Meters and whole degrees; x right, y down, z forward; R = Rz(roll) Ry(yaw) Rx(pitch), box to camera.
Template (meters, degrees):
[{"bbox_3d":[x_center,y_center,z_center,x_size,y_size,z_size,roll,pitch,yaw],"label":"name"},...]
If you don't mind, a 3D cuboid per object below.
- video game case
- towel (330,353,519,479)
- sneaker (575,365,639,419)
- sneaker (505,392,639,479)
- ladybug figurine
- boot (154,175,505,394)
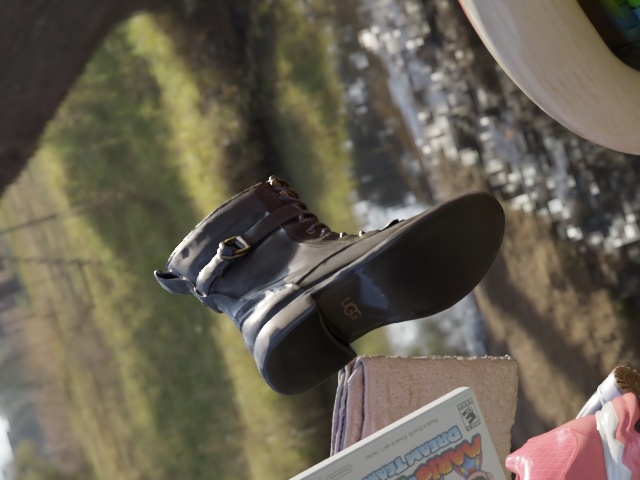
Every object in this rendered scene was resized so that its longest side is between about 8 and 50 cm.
[{"bbox_3d":[0.065,0.194,1.054,0.019,0.157,0.143,-12,101,59],"label":"video game case"},{"bbox_3d":[0.123,0.219,1.760,0.049,0.282,0.187,6,92,47],"label":"towel"},{"bbox_3d":[0.348,0.265,1.531,0.282,0.153,0.099,41,-158,5],"label":"sneaker"},{"bbox_3d":[0.197,0.256,1.134,0.314,0.136,0.116,-87,-28,-48],"label":"sneaker"},{"bbox_3d":[0.219,-0.251,1.218,0.162,0.305,0.449,34,165,51],"label":"ladybug figurine"},{"bbox_3d":[0.000,0.000,1.335,0.229,0.263,0.091,47,166,53],"label":"boot"}]
